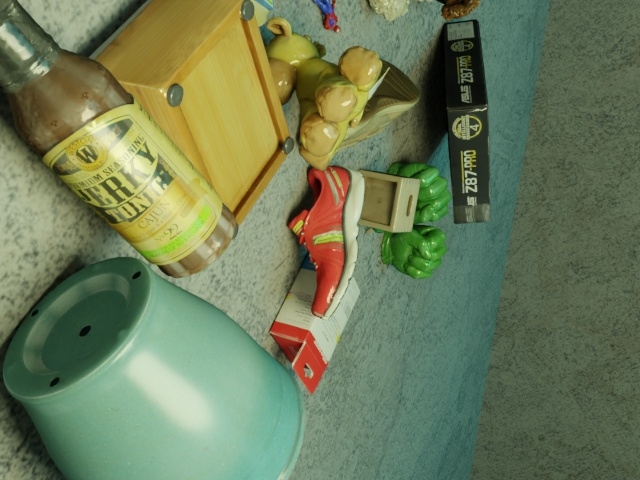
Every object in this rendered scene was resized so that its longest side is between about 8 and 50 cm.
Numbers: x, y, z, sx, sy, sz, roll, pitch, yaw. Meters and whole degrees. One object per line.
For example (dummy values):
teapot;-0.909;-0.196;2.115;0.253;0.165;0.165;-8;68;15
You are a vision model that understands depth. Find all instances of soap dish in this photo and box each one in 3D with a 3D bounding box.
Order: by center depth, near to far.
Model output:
soap dish;-0.144;-0.151;0.879;0.229;0.118;0.291;-59;150;-32

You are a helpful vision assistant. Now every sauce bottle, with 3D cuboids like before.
sauce bottle;-0.219;-0.098;0.708;0.344;0.111;0.111;50;56;-38

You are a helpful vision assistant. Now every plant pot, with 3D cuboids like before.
plant pot;-0.192;0.164;0.795;0.272;0.271;0.255;-59;134;-32

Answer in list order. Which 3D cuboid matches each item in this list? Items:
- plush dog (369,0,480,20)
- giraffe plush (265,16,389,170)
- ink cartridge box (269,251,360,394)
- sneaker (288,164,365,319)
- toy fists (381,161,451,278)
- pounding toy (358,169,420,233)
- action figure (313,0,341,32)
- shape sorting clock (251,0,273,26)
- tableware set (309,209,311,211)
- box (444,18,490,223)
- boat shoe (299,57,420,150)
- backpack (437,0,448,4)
plush dog;0.231;-0.529;1.306;0.225;0.210;0.263;-6;107;-41
giraffe plush;-0.016;-0.229;1.014;0.210;0.170;0.181;-55;175;-46
ink cartridge box;-0.015;0.150;1.326;0.231;0.077;0.134;-63;150;-26
sneaker;0.000;0.000;1.243;0.107;0.118;0.279;130;-31;-68
toy fists;0.218;-0.042;1.634;0.096;0.142;0.279;-34;131;-54
pounding toy;0.131;-0.069;1.484;0.100;0.130;0.141;-3;104;-51
action figure;0.012;-0.385;1.189;0.115;0.030;0.038;54;49;-60
shape sorting clock;-0.099;-0.379;0.914;0.206;0.040;0.206;-3;90;-79
tableware set;0.011;-0.060;1.350;0.104;0.024;0.154;12;90;-67
box;0.344;-0.285;1.686;0.395;0.097;0.318;-82;163;-46
boat shoe;0.070;-0.243;1.299;0.110;0.122;0.341;-48;170;37
backpack;0.277;-0.597;1.477;0.188;0.144;0.165;-57;155;12
